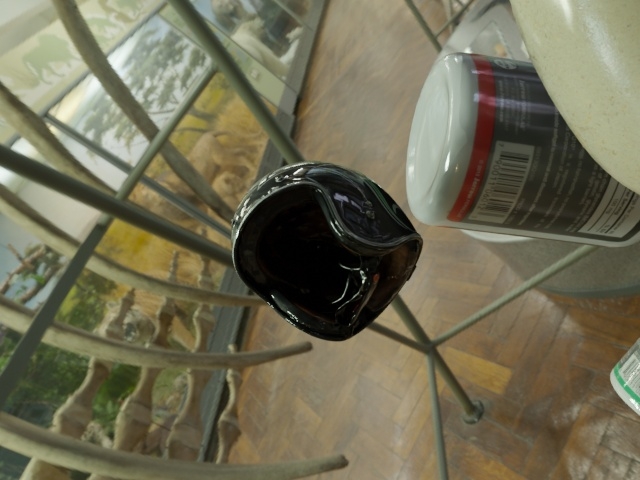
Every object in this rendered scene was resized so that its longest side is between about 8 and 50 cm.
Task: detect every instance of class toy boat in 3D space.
[{"bbox_3d":[0.301,-0.169,0.359,0.318,0.267,0.148,-34,4,6],"label":"toy boat"}]

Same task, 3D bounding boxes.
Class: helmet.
[{"bbox_3d":[0.000,0.000,0.524,0.169,0.161,0.169,-41,-27,-25],"label":"helmet"}]

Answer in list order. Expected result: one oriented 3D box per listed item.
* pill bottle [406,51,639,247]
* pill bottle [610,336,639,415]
[{"bbox_3d":[0.306,-0.102,0.661,0.210,0.363,0.210,-173,90,-84],"label":"pill bottle"},{"bbox_3d":[0.726,0.181,0.964,0.204,0.204,0.361,-100,34,-62],"label":"pill bottle"}]
